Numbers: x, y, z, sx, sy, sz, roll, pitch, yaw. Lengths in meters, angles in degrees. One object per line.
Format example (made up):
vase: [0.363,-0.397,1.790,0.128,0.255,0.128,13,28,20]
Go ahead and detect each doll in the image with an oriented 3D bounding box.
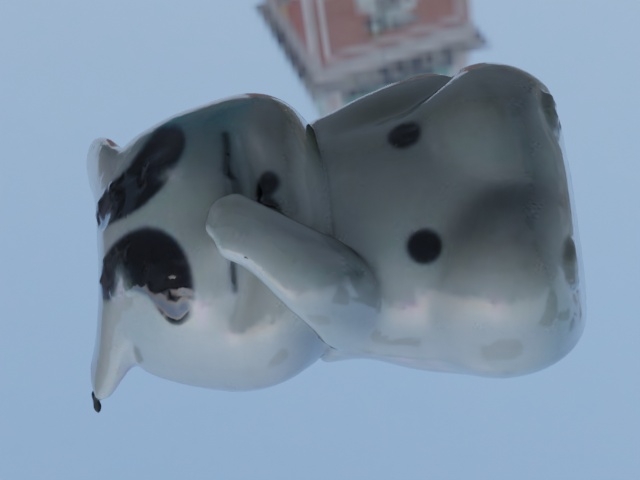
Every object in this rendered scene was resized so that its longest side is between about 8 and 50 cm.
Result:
doll: [0.007,-0.001,0.693,0.180,0.107,0.110,-3,-109,-3]
